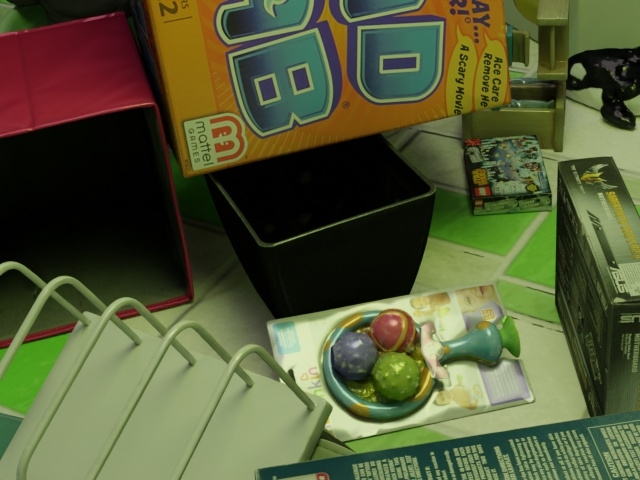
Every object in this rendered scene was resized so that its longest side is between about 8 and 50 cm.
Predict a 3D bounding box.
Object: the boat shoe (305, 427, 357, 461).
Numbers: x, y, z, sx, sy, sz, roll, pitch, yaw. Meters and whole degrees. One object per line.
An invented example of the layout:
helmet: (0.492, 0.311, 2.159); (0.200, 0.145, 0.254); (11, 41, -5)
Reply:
boat shoe: (-0.030, 0.194, 1.055); (0.228, 0.068, 0.081); (27, 78, 40)

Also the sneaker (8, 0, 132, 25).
sneaker: (-0.348, -0.364, 1.577); (0.286, 0.130, 0.109); (25, 43, 35)

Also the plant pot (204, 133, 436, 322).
plant pot: (0.000, 0.000, 1.236); (0.188, 0.167, 0.187); (-18, 36, -17)

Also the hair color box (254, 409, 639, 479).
hair color box: (0.135, 0.236, 0.874); (0.347, 0.174, 0.105); (-8, 36, -2)

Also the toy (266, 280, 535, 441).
toy: (0.078, 0.107, 1.129); (0.237, 0.056, 0.137); (-8, 60, -11)

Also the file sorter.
file sorter: (-0.173, 0.151, 0.982); (0.278, 0.173, 0.193); (16, 69, 29)

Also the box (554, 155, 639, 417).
box: (0.269, 0.057, 1.101); (0.056, 0.183, 0.231); (-6, 34, 2)

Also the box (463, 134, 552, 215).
box: (0.226, -0.081, 1.438); (0.094, 0.027, 0.137); (-5, 35, 4)

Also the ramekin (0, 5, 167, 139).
ramekin: (-0.284, -0.250, 1.649); (0.303, 0.148, 0.303); (-4, 35, 3)

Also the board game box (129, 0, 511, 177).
board game box: (-0.035, -0.326, 1.281); (0.357, 0.356, 0.356); (-13, 26, -9)

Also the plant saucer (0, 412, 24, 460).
plant saucer: (-0.247, 0.203, 1.114); (0.192, 0.018, 0.067); (10, 39, 20)

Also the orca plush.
orca plush: (0.443, -0.212, 1.526); (0.151, 0.102, 0.287); (-30, 42, -30)

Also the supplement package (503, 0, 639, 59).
supplement package: (0.384, -0.417, 1.741); (0.198, 0.199, 0.262); (-20, 38, -19)

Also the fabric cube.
fabric cube: (-0.302, -0.074, 1.310); (0.259, 0.254, 0.258); (-14, 36, -10)

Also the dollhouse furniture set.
dollhouse furniture set: (0.250, -0.226, 1.504); (0.129, 0.183, 0.129); (2, 36, 12)
